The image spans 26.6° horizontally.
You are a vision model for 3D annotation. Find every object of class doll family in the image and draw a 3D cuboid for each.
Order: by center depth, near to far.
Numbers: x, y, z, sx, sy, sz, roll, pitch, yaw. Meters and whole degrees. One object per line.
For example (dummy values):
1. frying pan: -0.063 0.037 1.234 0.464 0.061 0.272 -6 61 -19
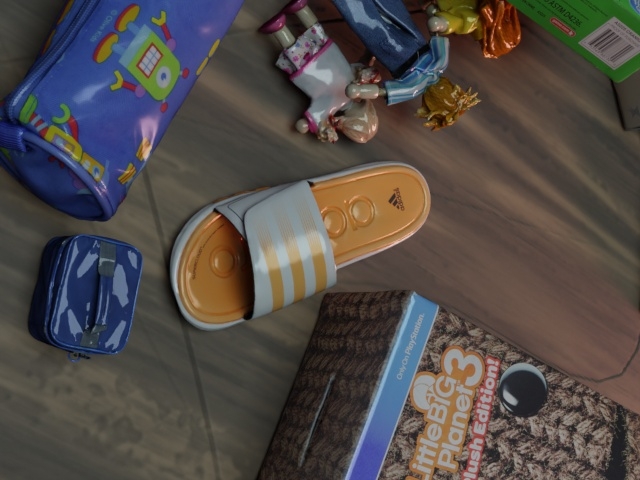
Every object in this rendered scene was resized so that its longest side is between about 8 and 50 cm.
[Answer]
1. doll family: 0.084 -0.186 1.164 0.263 0.118 0.163 -46 108 -23

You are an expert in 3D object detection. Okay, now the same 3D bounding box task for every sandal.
1. sandal: -0.003 -0.010 1.130 0.265 0.076 0.102 -24 98 -28

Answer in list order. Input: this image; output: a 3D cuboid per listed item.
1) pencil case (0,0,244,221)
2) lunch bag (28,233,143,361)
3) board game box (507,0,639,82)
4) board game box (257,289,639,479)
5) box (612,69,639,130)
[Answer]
1. pencil case: -0.141 -0.167 1.037 0.133 0.119 0.306 46 65 -45
2. lunch bag: -0.179 0.045 1.036 0.067 0.065 0.098 13 80 -27
3. board game box: 0.203 -0.324 1.197 0.242 0.064 0.317 31 47 -24
4. board game box: 0.113 0.205 1.144 0.291 0.141 0.232 28 74 -25
5. box: 0.424 -0.195 1.366 0.275 0.094 0.113 -18 96 -29
